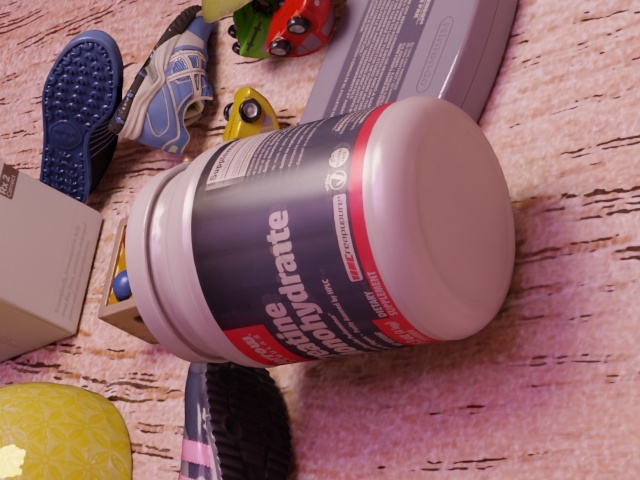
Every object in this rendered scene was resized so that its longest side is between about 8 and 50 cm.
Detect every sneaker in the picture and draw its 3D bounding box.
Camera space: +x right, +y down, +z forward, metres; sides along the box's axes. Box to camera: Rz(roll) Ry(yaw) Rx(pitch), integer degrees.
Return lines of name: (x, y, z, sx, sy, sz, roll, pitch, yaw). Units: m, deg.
sneaker: (-0.253, -0.143, 1.905, 0.090, 0.081, 0.232, -71, 2, -50)
sneaker: (-0.097, 0.225, 1.480, 0.131, 0.112, 0.319, -34, 41, 28)
sneaker: (-0.153, -0.168, 1.875, 0.080, 0.081, 0.211, -51, 12, 48)

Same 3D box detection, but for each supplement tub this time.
supplement tub: (0.000, 0.000, 1.414, 0.272, 0.191, 0.191, -11, 56, 33)

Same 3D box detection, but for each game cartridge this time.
game cartridge: (0.076, -0.152, 1.590, 0.198, 0.062, 0.297, 7, 71, 49)

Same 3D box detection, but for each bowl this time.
bowl: (-0.334, 0.254, 1.720, 0.289, 0.156, 0.289, -31, 44, 36)

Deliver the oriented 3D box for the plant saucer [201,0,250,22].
plant saucer: (-0.033, -0.307, 1.761, 0.241, 0.037, 0.241, -37, 16, 12)

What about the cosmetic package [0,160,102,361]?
cosmetic package: (-0.360, 0.028, 1.919, 0.184, 0.151, 0.151, -19, 52, 44)

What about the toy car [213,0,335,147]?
toy car: (-0.049, -0.190, 1.752, 0.225, 0.053, 0.239, -103, 36, -57)

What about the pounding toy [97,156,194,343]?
pounding toy: (-0.145, 0.011, 1.705, 0.141, 0.100, 0.130, -18, 53, 44)
